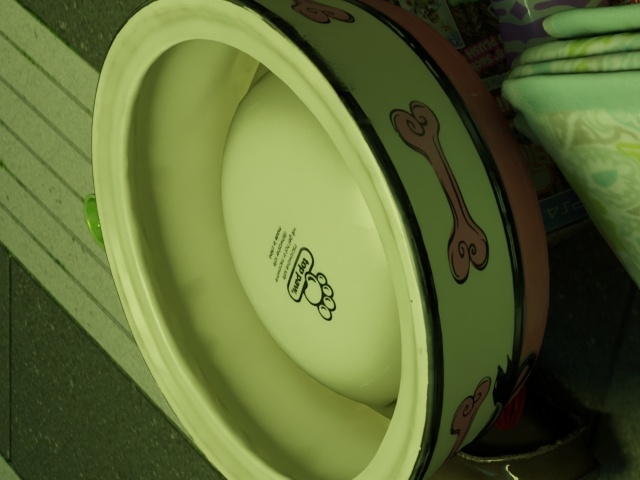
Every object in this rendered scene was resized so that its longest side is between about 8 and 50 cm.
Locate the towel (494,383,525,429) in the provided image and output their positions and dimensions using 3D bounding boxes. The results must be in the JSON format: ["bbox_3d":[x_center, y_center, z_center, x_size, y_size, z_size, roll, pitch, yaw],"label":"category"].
[{"bbox_3d":[0.060,0.014,1.327,0.275,0.031,0.198,27,127,46],"label":"towel"}]

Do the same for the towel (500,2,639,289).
[{"bbox_3d":[0.313,-0.015,1.056,0.320,0.090,0.374,51,157,-25],"label":"towel"}]

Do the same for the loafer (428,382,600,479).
[{"bbox_3d":[0.095,0.126,1.502,0.366,0.134,0.130,25,127,47],"label":"loafer"}]

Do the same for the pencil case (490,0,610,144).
[{"bbox_3d":[0.160,-0.178,1.213,0.088,0.086,0.206,-144,41,-74],"label":"pencil case"}]

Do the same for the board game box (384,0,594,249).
[{"bbox_3d":[0.082,-0.100,1.393,0.232,0.141,0.291,-39,75,55],"label":"board game box"}]

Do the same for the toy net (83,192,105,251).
[{"bbox_3d":[-0.209,0.051,1.985,0.232,0.045,0.122,56,144,19],"label":"toy net"}]

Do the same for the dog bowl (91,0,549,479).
[{"bbox_3d":[0.000,0.000,1.242,0.408,0.150,0.408,30,130,44],"label":"dog bowl"}]

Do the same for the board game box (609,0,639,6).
[{"bbox_3d":[0.206,-0.241,1.225,0.147,0.045,0.193,-31,81,56],"label":"board game box"}]
